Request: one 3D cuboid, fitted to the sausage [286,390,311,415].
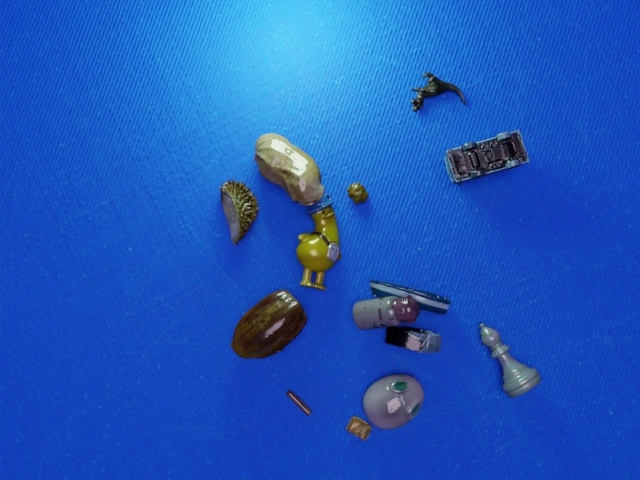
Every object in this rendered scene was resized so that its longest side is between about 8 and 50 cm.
[{"bbox_3d":[-0.081,0.599,1.879,0.116,0.026,0.026,43,88,4],"label":"sausage"}]

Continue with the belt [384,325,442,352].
[{"bbox_3d":[0.333,0.352,1.822,0.199,0.151,0.078,9,85,9],"label":"belt"}]

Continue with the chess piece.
[{"bbox_3d":[0.659,0.418,1.839,0.139,0.139,0.271,-33,74,-1],"label":"chess piece"}]

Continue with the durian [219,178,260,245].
[{"bbox_3d":[-0.313,-0.114,1.898,0.139,0.144,0.251,-21,91,22],"label":"durian"}]

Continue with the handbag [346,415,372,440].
[{"bbox_3d":[0.143,0.690,1.867,0.083,0.027,0.061,30,86,2],"label":"handbag"}]

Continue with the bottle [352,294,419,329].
[{"bbox_3d":[0.237,0.253,1.802,0.234,0.110,0.109,-13,85,34],"label":"bottle"}]

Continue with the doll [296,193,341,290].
[{"bbox_3d":[0.000,0.000,1.876,0.200,0.145,0.362,18,74,-37],"label":"doll"}]

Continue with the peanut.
[{"bbox_3d":[-0.111,-0.264,1.849,0.340,0.174,0.158,35,123,17],"label":"peanut"}]

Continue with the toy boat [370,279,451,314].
[{"bbox_3d":[0.323,0.206,1.866,0.300,0.096,0.061,15,96,6],"label":"toy boat"}]

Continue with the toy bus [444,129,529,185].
[{"bbox_3d":[0.589,-0.291,1.855,0.272,0.165,0.132,-16,85,1],"label":"toy bus"}]

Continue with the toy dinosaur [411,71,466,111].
[{"bbox_3d":[0.436,-0.547,1.952,0.187,0.087,0.179,-36,123,14],"label":"toy dinosaur"}]

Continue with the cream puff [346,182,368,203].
[{"bbox_3d":[0.141,-0.177,1.910,0.083,0.058,0.083,-2,84,-1],"label":"cream puff"}]

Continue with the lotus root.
[{"bbox_3d":[-0.185,0.317,1.837,0.291,0.193,0.193,-38,86,-4],"label":"lotus root"}]

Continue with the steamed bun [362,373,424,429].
[{"bbox_3d":[0.264,0.577,1.821,0.228,0.131,0.177,-28,85,1],"label":"steamed bun"}]
